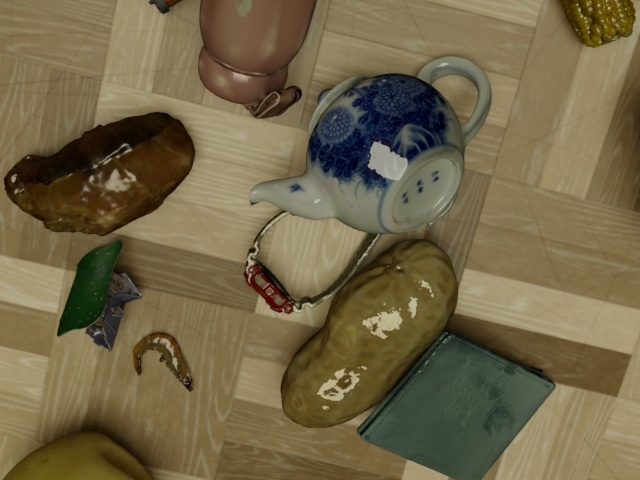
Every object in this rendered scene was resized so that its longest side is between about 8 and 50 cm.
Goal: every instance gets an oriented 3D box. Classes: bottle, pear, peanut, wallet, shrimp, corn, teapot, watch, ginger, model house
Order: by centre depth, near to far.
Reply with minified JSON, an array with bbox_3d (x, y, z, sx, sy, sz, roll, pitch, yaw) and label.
[{"bbox_3d":[-0.087,-0.341,1.466,0.206,0.173,0.296,42,129,30],"label":"bottle"},{"bbox_3d":[0.393,-0.446,1.517,0.102,0.102,0.313,-26,101,6],"label":"corn"},{"bbox_3d":[0.083,-0.154,1.532,0.424,0.280,0.252,-35,145,-9],"label":"teapot"},{"bbox_3d":[-0.356,-0.099,1.569,0.321,0.172,0.165,-15,142,3],"label":"ginger"},{"bbox_3d":[0.078,0.163,1.624,0.169,0.192,0.387,44,103,29],"label":"peanut"},{"bbox_3d":[-0.356,0.100,1.639,0.117,0.167,0.088,-22,135,32],"label":"model house"},{"bbox_3d":[-0.009,0.002,1.642,0.165,0.102,0.268,38,93,-8],"label":"watch"},{"bbox_3d":[-0.412,0.487,1.661,0.309,0.309,0.309,0,105,0],"label":"pear"},{"bbox_3d":[0.239,0.289,1.686,0.290,0.054,0.251,30,105,-31],"label":"wallet"},{"bbox_3d":[-0.274,0.223,1.724,0.091,0.025,0.127,-35,98,9],"label":"shrimp"}]

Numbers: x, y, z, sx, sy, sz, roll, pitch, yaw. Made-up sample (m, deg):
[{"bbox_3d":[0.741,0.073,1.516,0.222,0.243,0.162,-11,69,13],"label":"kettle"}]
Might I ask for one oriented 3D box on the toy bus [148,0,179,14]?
[{"bbox_3d":[-0.251,-0.464,1.494,0.136,0.126,0.209,-32,102,-1],"label":"toy bus"}]
